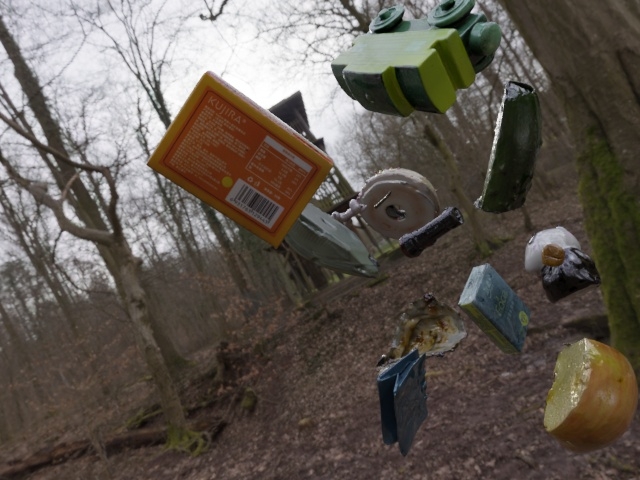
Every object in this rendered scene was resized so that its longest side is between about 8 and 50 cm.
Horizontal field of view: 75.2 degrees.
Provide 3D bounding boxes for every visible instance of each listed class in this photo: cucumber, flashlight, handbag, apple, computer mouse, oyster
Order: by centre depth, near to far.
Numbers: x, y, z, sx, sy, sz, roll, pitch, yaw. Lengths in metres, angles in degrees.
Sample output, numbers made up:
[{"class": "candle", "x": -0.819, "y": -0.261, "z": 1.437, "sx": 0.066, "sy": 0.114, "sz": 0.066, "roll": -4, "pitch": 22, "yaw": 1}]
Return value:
[{"class": "handbag", "x": 0.197, "y": 0.367, "z": 0.955, "sx": 0.057, "sy": 0.221, "sz": 0.144, "roll": 16, "pitch": 38, "yaw": 42}, {"class": "cucumber", "x": 0.490, "y": -0.227, "z": 1.051, "sx": 0.145, "sy": 0.326, "sz": 0.105, "roll": 3, "pitch": 26, "yaw": 6}, {"class": "oyster", "x": 0.299, "y": 0.330, "z": 1.286, "sx": 0.337, "sy": 0.133, "sz": 0.198, "roll": -48, "pitch": 39, "yaw": 7}, {"class": "apple", "x": 0.851, "y": 0.504, "z": 1.327, "sx": 0.252, "sy": 0.314, "sz": 0.309, "roll": -13, "pitch": 44, "yaw": 50}, {"class": "flashlight", "x": 0.366, "y": -0.024, "z": 1.372, "sx": 0.093, "sy": 0.093, "sz": 0.232, "roll": -28, "pitch": -7, "yaw": -47}, {"class": "computer mouse", "x": 0.000, "y": 0.004, "z": 1.381, "sx": 0.146, "sy": 0.428, "sz": 0.228, "roll": -55, "pitch": -2, "yaw": 15}]

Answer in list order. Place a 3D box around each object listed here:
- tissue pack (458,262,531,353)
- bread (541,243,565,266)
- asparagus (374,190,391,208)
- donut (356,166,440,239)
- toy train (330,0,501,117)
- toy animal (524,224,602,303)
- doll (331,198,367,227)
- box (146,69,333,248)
[{"class": "tissue pack", "x": 0.589, "y": 0.230, "z": 1.399, "sx": 0.081, "sy": 0.257, "sz": 0.185, "roll": -30, "pitch": 19, "yaw": 52}, {"class": "bread", "x": 0.823, "y": 0.054, "z": 1.470, "sx": 0.046, "sy": 0.081, "sz": 0.083, "roll": -4, "pitch": -51, "yaw": -48}, {"class": "asparagus", "x": 0.234, "y": -0.151, "z": 1.556, "sx": 0.014, "sy": 0.015, "sz": 0.114, "roll": -6, "pitch": -21, "yaw": -28}, {"class": "donut", "x": 0.360, "y": -0.169, "z": 1.913, "sx": 0.382, "sy": 0.382, "sz": 0.142, "roll": -35, "pitch": 21, "yaw": 42}, {"class": "toy train", "x": 0.208, "y": -0.440, "z": 1.016, "sx": 0.272, "sy": 0.179, "sz": 0.442, "roll": -46, "pitch": 36, "yaw": -5}, {"class": "toy animal", "x": 1.038, "y": 0.092, "z": 1.804, "sx": 0.250, "sy": 0.310, "sz": 0.251, "roll": -16, "pitch": -27, "yaw": -9}, {"class": "doll", "x": 0.106, "y": -0.102, "z": 1.655, "sx": 0.160, "sy": 0.059, "sz": 0.160, "roll": -13, "pitch": -23, "yaw": -31}, {"class": "box", "x": -0.154, "y": -0.167, "z": 0.863, "sx": 0.214, "sy": 0.283, "sz": 0.259, "roll": -54, "pitch": 14, "yaw": 7}]
